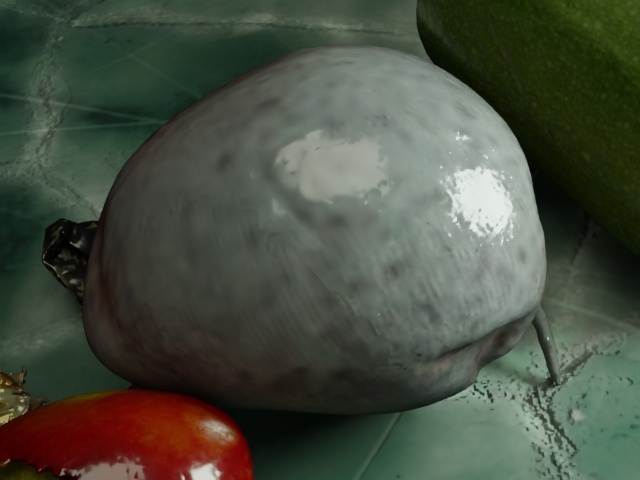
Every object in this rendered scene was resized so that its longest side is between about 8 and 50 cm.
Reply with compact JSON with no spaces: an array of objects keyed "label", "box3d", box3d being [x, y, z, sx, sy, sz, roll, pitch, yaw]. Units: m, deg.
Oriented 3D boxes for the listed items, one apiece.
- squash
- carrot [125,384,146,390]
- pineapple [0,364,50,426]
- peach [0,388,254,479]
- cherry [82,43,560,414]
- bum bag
[{"label":"squash","box3d":[0.288,-0.148,1.202,0.263,0.263,0.384,-25,48,-17]},{"label":"carrot","box3d":[-0.146,0.138,1.124,0.048,0.048,0.139,26,44,30]},{"label":"pineapple","box3d":[-0.270,0.152,1.112,0.116,0.069,0.137,-28,49,-20]},{"label":"peach","box3d":[-0.156,0.197,0.965,0.226,0.190,0.196,-10,57,-11]},{"label":"cherry","box3d":[0.006,0.003,1.049,0.335,0.291,0.326,-19,22,-39]},{"label":"bum bag","box3d":[-0.119,0.013,1.230,0.248,0.069,0.102,-8,66,-10]}]
